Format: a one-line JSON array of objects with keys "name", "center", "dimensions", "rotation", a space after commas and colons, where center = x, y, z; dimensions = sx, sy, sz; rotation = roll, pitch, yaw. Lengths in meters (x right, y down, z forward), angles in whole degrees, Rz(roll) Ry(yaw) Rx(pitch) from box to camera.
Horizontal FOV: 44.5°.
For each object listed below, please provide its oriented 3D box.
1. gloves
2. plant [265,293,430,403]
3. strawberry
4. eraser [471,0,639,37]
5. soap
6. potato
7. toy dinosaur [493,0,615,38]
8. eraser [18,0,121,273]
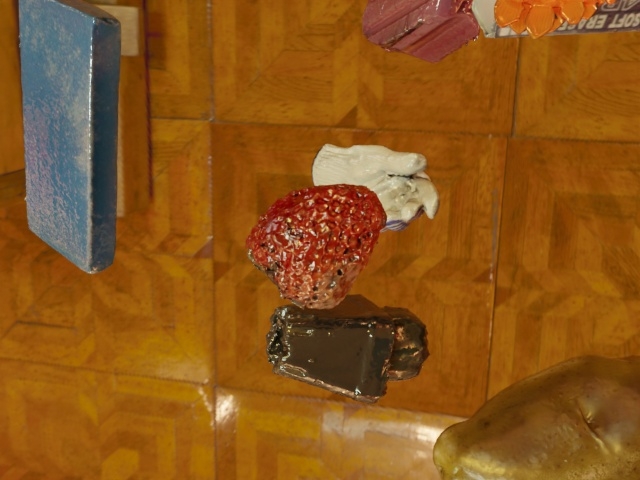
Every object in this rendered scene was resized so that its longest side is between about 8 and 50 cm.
[{"name": "gloves", "center": [0.074, -0.070, 1.001], "dimensions": [0.097, 0.229, 0.119], "rotation": [-9, 114, -27]}, {"name": "plant", "center": [0.046, 0.165, 1.214], "dimensions": [0.255, 0.164, 0.142], "rotation": [5, 101, -18]}, {"name": "strawberry", "center": [0.000, 0.000, 0.526], "dimensions": [0.096, 0.083, 0.083], "rotation": [-34, 95, 0]}, {"name": "eraser", "center": [0.350, -0.336, 1.000], "dimensions": [0.287, 0.086, 0.130], "rotation": [-4, 141, -7]}, {"name": "soap", "center": [0.178, -0.389, 1.249], "dimensions": [0.112, 0.289, 0.182], "rotation": [13, 76, -26]}, {"name": "potato", "center": [0.324, 0.251, 0.969], "dimensions": [0.368, 0.176, 0.196], "rotation": [-13, 90, -7]}, {"name": "toy dinosaur", "center": [0.173, -0.231, 0.653], "dimensions": [0.288, 0.070, 0.117], "rotation": [36, 95, 0]}, {"name": "eraser", "center": [-0.291, -0.123, 0.906], "dimensions": [0.144, 0.042, 0.312], "rotation": [29, 124, 31]}]
